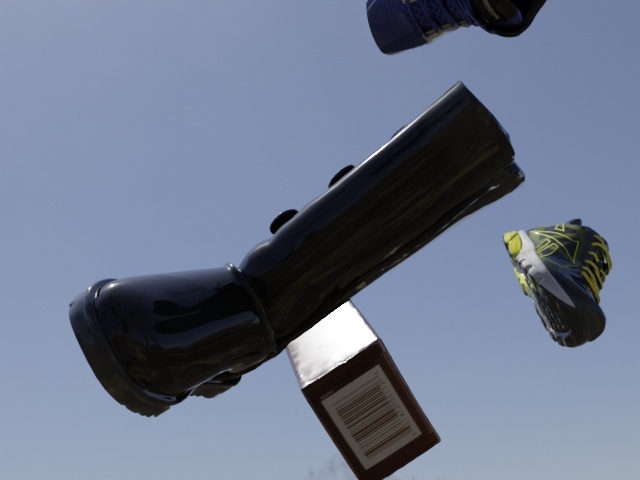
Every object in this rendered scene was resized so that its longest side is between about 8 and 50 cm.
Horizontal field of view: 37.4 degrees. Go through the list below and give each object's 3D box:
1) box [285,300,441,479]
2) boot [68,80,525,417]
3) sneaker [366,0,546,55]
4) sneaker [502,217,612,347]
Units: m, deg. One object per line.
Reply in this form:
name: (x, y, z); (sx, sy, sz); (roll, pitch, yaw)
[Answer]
box: (0.044, 0.208, 1.490); (0.143, 0.191, 0.381); (-32, 15, -3)
boot: (0.000, 0.000, 0.981); (0.445, 0.146, 0.367); (-32, -9, 7)
sneaker: (0.197, -0.339, 1.274); (0.315, 0.182, 0.127); (-20, -63, 26)
sneaker: (0.090, 0.010, 0.343); (0.035, 0.031, 0.083); (-24, 20, 6)
